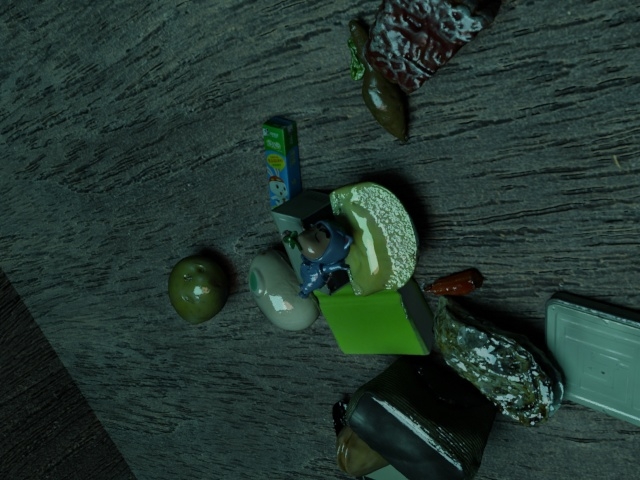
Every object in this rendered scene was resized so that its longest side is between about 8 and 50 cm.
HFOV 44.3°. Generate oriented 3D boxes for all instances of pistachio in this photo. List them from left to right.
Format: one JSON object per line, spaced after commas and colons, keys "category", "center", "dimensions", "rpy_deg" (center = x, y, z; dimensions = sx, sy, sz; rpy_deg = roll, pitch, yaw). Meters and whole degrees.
{"category": "pistachio", "center": [0.136, 0.517, 2.035], "dimensions": [0.162, 0.260, 0.213], "rpy_deg": [14, 121, 45]}

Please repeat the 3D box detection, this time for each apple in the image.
{"category": "apple", "center": [0.139, -0.014, 1.715], "dimensions": [0.193, 0.120, 0.265], "rpy_deg": [-2, 112, 35]}

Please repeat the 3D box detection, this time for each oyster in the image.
{"category": "oyster", "center": [0.368, 0.244, 1.693], "dimensions": [0.351, 0.158, 0.162], "rpy_deg": [44, 102, 26]}

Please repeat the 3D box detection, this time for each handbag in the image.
{"category": "handbag", "center": [0.250, 0.425, 1.873], "dimensions": [0.340, 0.240, 0.247], "rpy_deg": [35, 140, 14]}

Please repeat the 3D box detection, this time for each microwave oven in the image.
{"category": "microwave oven", "center": [0.000, 0.000, 1.826], "dimensions": [0.163, 0.129, 0.205], "rpy_deg": [17, 134, 55]}

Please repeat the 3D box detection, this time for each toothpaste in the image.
{"category": "toothpaste", "center": [-0.087, -0.158, 1.852], "dimensions": [0.065, 0.050, 0.267], "rpy_deg": [21, 132, 31]}

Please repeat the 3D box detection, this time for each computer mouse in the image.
{"category": "computer mouse", "center": [0.101, 0.550, 2.203], "dimensions": [0.146, 0.077, 0.242], "rpy_deg": [-6, 116, 42]}

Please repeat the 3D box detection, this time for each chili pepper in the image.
{"category": "chili pepper", "center": [0.073, -0.361, 1.571], "dimensions": [0.034, 0.030, 0.091], "rpy_deg": [38, 143, 51]}

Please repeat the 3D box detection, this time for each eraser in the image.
{"category": "eraser", "center": [0.132, 0.172, 1.893], "dimensions": [0.274, 0.092, 0.210], "rpy_deg": [-9, 114, 46]}

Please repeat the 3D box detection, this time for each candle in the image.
{"category": "candle", "center": [0.283, 0.100, 1.735], "dimensions": [0.162, 0.048, 0.053], "rpy_deg": [-18, 79, 49]}

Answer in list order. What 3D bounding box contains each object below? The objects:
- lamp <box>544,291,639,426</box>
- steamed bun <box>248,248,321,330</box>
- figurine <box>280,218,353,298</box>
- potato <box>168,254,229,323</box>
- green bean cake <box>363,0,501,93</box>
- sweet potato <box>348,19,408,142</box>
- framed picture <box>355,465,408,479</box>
{"category": "lamp", "center": [0.583, 0.246, 1.588], "dimensions": [0.266, 0.047, 0.269], "rpy_deg": [17, 132, 36]}
{"category": "steamed bun", "center": [-0.105, 0.133, 2.002], "dimensions": [0.228, 0.130, 0.177], "rpy_deg": [55, 166, 4]}
{"category": "figurine", "center": [-0.018, 0.035, 1.681], "dimensions": [0.144, 0.114, 0.178], "rpy_deg": [17, 110, -22]}
{"category": "potato", "center": [-0.349, 0.149, 2.243], "dimensions": [0.174, 0.159, 0.251], "rpy_deg": [59, 154, 24]}
{"category": "green bean cake", "center": [0.189, -0.373, 1.408], "dimensions": [0.198, 0.097, 0.233], "rpy_deg": [40, 138, 9]}
{"category": "sweet potato", "center": [0.113, -0.303, 1.545], "dimensions": [0.074, 0.075, 0.270], "rpy_deg": [-6, 117, 43]}
{"category": "framed picture", "center": [0.215, 0.635, 2.239], "dimensions": [0.346, 0.016, 0.265], "rpy_deg": [8, 125, 38]}
